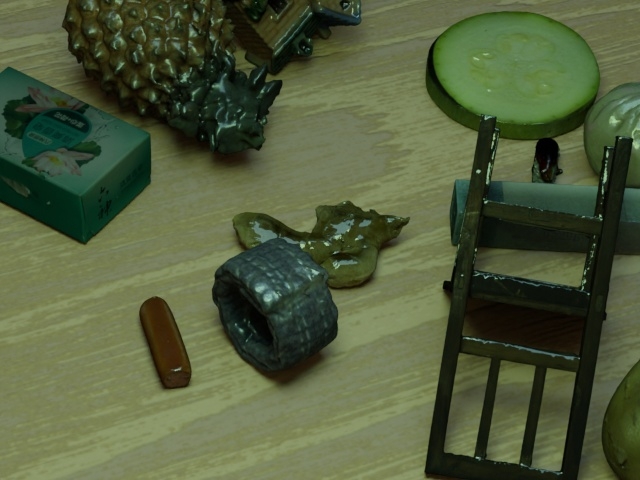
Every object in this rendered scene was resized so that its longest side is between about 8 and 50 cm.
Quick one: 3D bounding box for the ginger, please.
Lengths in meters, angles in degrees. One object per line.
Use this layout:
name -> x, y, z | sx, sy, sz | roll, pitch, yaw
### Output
ginger -> -0.004, -0.008, 2.056 | 0.214, 0.059, 0.133 | 16, 54, 13

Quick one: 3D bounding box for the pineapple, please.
pineapple -> -0.177, -0.232, 2.174 | 0.223, 0.223, 0.357 | -32, 67, -31

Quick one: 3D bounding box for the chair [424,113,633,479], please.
chair -> 0.248, 0.074, 1.924 | 0.203, 0.416, 0.240 | 10, 1, 4

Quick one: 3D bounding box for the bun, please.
bun -> 0.456, -0.152, 2.165 | 0.193, 0.128, 0.178 | -19, 30, -32

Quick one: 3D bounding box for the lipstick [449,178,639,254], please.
lipstick -> 0.331, -0.029, 2.095 | 0.317, 0.066, 0.068 | 3, 45, -2

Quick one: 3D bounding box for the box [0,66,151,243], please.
box -> -0.362, -0.116, 2.104 | 0.245, 0.092, 0.153 | 26, 49, 19

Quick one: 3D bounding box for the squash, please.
squash -> 0.277, -0.237, 2.314 | 0.252, 0.049, 0.252 | 2, 48, -2

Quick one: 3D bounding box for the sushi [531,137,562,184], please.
sushi -> 0.313, -0.107, 2.184 | 0.044, 0.046, 0.083 | 8, 45, 3

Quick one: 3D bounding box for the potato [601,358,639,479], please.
potato -> 0.384, 0.214, 1.829 | 0.182, 0.117, 0.202 | 44, 43, -20

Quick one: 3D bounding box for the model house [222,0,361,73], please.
model house -> -0.037, -0.340, 2.301 | 0.183, 0.172, 0.166 | -45, 28, -16

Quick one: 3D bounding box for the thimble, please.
thimble -> -0.054, 0.076, 1.905 | 0.097, 0.150, 0.150 | -27, 54, -29

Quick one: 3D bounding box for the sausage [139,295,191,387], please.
sausage -> -0.187, 0.120, 1.924 | 0.041, 0.039, 0.131 | -16, 47, -10
